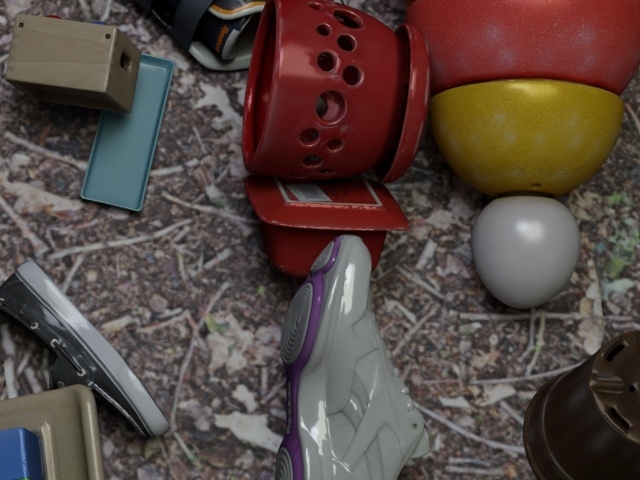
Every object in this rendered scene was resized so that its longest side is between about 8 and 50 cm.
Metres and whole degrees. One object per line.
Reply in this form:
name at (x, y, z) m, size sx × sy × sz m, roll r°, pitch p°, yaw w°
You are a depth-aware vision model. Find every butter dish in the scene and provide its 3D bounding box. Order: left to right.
butter dish at (0.000, 0.000, 1.937) m, size 0.159 × 0.118 × 0.160 m, roll 3°, pitch 20°, yaw -12°

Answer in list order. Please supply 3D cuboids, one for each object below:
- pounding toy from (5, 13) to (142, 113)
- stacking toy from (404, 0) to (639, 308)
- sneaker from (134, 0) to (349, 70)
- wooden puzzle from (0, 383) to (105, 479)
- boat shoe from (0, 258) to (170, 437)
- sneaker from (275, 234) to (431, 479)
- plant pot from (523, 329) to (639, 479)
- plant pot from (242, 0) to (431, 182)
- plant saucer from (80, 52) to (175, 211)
pounding toy at (-0.263, -0.198, 1.964) m, size 0.130 × 0.141 × 0.100 m, roll 9°, pitch 84°, yaw 9°
stacking toy at (0.220, -0.165, 2.005) m, size 0.350 × 0.350 × 0.480 m, roll 3°, pitch 83°, yaw -10°
sneaker at (-0.131, -0.279, 2.032) m, size 0.321 × 0.126 × 0.127 m, roll 22°, pitch 57°, yaw -3°
wooden puzzle at (-0.350, 0.308, 1.639) m, size 0.347 × 0.080 × 0.322 m, roll -13°, pitch 72°, yaw 10°
boat shoe at (-0.245, 0.121, 1.848) m, size 0.076 × 0.080 × 0.228 m, roll -41°, pitch 81°, yaw -8°
sneaker at (0.037, 0.148, 1.852) m, size 0.152 × 0.114 × 0.305 m, roll 4°, pitch 90°, yaw -17°
plant pot at (0.309, 0.177, 1.884) m, size 0.167 × 0.165 × 0.167 m, roll 5°, pitch 63°, yaw -9°
plant pot at (0.018, -0.154, 1.918) m, size 0.174 × 0.191 × 0.191 m, roll 7°, pitch 64°, yaw -9°
plant saucer at (-0.208, -0.119, 2.000) m, size 0.067 × 0.018 × 0.192 m, roll 13°, pitch 62°, yaw -5°
